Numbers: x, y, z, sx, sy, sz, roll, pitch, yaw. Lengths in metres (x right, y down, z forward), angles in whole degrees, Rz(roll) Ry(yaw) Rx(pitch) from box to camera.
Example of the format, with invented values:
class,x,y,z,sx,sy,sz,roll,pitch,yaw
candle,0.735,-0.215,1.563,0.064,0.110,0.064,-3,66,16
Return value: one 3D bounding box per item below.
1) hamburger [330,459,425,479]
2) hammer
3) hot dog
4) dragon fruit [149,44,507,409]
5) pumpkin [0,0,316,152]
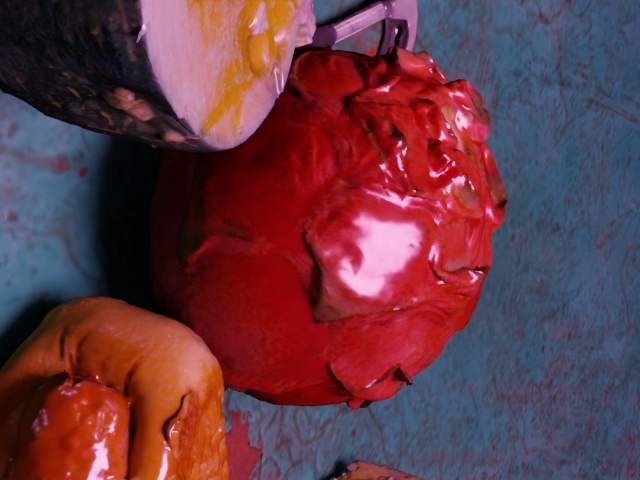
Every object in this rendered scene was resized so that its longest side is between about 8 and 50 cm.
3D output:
class,x,y,z,sx,sy,sz,roll,pitch,yaw
hamburger,0.078,0.344,1.130,0.132,0.211,0.309,0,97,-60
hammer,-0.003,-0.142,1.039,0.246,0.029,0.103,-36,126,-43
hot dog,-0.138,0.174,0.832,0.153,0.150,0.257,-34,130,-55
dragon fruit,0.003,-0.009,0.898,0.241,0.252,0.241,7,76,-30
pumpkin,-0.109,-0.204,0.728,0.263,0.197,0.293,72,35,-53
